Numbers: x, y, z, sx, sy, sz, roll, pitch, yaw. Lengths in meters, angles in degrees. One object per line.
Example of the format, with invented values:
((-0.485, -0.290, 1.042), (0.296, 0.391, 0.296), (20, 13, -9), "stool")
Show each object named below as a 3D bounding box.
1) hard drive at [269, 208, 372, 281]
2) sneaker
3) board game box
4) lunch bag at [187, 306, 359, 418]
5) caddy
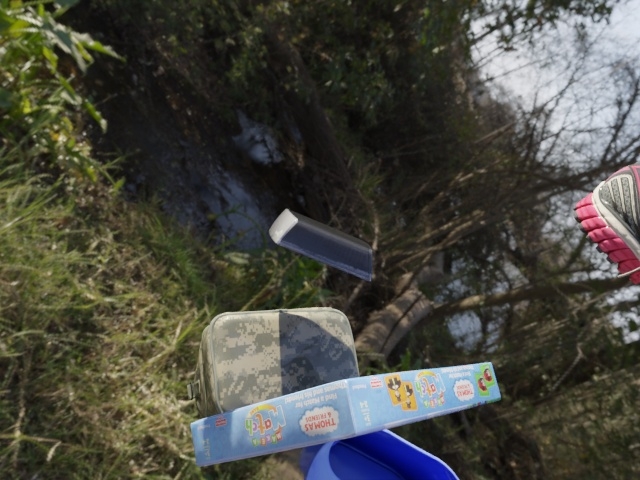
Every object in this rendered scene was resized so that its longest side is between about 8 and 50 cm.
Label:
((0.000, 0.000, 0.935), (0.172, 0.054, 0.255), (22, 4, -8), "hard drive")
((0.412, 0.042, 0.594), (0.121, 0.112, 0.299), (-7, 56, -53), "sneaker")
((0.029, 0.139, 0.455), (0.211, 0.160, 0.039), (11, 61, -48), "board game box")
((-0.096, 0.267, 1.114), (0.305, 0.256, 0.213), (-1, 69, -24), "lunch bag")
((0.099, 0.448, 0.895), (0.341, 0.179, 0.241), (33, 56, -16), "caddy")
